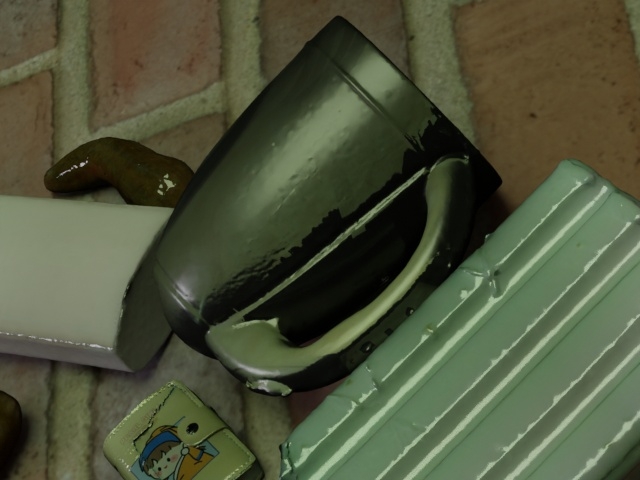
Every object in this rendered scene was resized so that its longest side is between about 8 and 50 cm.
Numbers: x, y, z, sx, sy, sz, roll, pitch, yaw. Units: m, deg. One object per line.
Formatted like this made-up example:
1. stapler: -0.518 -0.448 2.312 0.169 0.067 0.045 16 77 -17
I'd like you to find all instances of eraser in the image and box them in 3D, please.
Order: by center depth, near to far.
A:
1. eraser: -0.272 0.040 2.030 0.270 0.095 0.174 6 59 32

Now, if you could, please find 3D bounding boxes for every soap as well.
1. soap: 0.162 0.169 1.638 0.446 0.156 0.261 -44 48 -7

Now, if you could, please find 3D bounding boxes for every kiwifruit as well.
1. kiwifruit: -0.351 0.207 1.965 0.075 0.075 0.124 16 69 37

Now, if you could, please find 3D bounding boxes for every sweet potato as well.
1. sweet potato: -0.212 -0.070 2.106 0.233 0.062 0.081 16 67 41

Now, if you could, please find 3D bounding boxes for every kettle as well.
1. kettle: 0.000 0.000 1.818 0.324 0.228 0.321 -44 43 2

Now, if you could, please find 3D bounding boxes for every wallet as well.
1. wallet: -0.133 0.208 1.859 0.110 0.039 0.155 -45 48 -6
